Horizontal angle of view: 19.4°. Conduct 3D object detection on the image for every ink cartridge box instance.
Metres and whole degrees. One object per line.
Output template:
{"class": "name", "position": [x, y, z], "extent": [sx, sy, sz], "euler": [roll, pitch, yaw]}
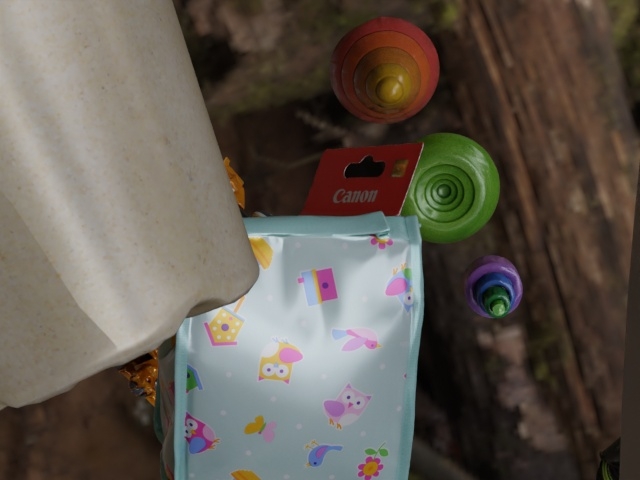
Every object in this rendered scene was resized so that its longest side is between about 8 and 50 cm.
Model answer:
{"class": "ink cartridge box", "position": [0.000, 0.000, 1.853], "extent": [0.056, 0.181, 0.225], "euler": [25, 77, -32]}

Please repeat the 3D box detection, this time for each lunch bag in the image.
{"class": "lunch bag", "position": [-0.029, 0.092, 1.612], "extent": [0.160, 0.223, 0.262], "euler": [-107, -161, -62]}

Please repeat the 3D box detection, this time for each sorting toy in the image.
{"class": "sorting toy", "position": [0.127, -0.065, 2.034], "extent": [0.365, 0.127, 0.126], "euler": [63, 7, -14]}

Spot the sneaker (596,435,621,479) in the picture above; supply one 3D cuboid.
{"class": "sneaker", "position": [0.220, 0.148, 1.222], "extent": [0.188, 0.078, 0.067], "euler": [72, -5, -59]}

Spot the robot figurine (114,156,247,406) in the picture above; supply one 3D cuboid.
{"class": "robot figurine", "position": [-0.133, 0.061, 1.994], "extent": [0.211, 0.085, 0.291], "euler": [47, 50, -18]}

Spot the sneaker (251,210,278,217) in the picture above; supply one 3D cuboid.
{"class": "sneaker", "position": [-0.033, -0.012, 1.981], "extent": [0.083, 0.032, 0.037], "euler": [30, 62, -3]}

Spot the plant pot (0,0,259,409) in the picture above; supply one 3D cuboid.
{"class": "plant pot", "position": [-0.199, -0.063, 1.239], "extent": [0.334, 0.334, 0.305], "euler": [-32, 98, -50]}

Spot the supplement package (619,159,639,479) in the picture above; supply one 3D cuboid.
{"class": "supplement package", "position": [0.187, -0.007, 0.569], "extent": [0.293, 0.177, 0.175], "euler": [83, 12, -56]}
